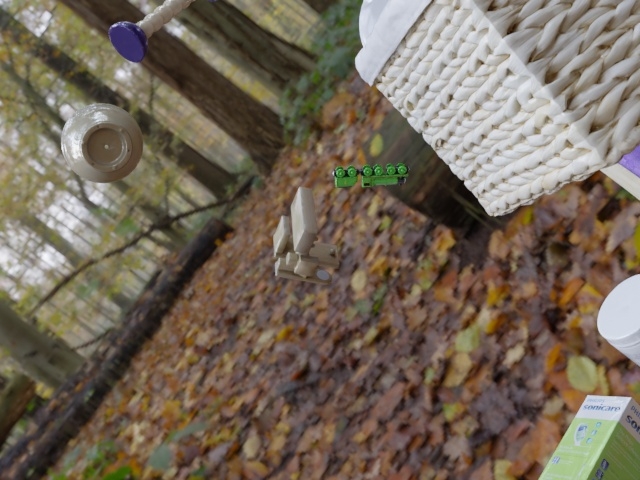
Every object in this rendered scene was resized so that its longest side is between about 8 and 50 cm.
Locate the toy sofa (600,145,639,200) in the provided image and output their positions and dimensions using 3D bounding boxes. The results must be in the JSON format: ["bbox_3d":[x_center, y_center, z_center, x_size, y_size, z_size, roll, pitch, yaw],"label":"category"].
[{"bbox_3d":[0.467,-0.168,1.208,0.150,0.177,0.362,-10,26,-4],"label":"toy sofa"}]

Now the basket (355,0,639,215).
[{"bbox_3d":[0.259,-0.235,0.889,0.328,0.266,0.331,-39,-2,-12],"label":"basket"}]

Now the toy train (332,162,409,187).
[{"bbox_3d":[0.055,-0.069,0.910,0.017,0.083,0.023,-102,9,-70],"label":"toy train"}]

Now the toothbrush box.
[{"bbox_3d":[0.540,0.465,1.576,0.283,0.206,0.122,-51,16,-22],"label":"toothbrush box"}]

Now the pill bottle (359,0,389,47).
[{"bbox_3d":[0.251,-0.363,1.503,0.408,0.229,0.229,-4,-38,-54],"label":"pill bottle"}]

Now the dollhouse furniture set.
[{"bbox_3d":[0.000,0.000,1.478,0.144,0.123,0.151,-96,24,-46],"label":"dollhouse furniture set"}]

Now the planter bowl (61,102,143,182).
[{"bbox_3d":[-0.424,-0.188,1.653,0.162,0.162,0.109,-53,20,-4],"label":"planter bowl"}]

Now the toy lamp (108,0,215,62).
[{"bbox_3d":[-0.234,-0.398,1.405,0.274,0.080,0.080,-53,6,-33],"label":"toy lamp"}]

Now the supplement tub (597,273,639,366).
[{"bbox_3d":[0.301,0.085,0.725,0.071,0.107,0.071,-48,17,21],"label":"supplement tub"}]
